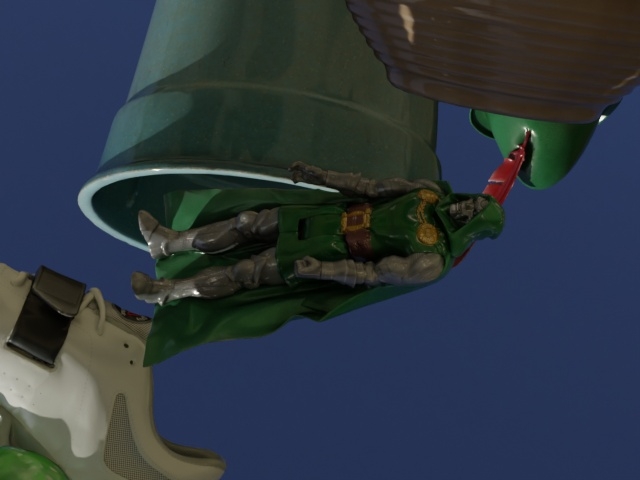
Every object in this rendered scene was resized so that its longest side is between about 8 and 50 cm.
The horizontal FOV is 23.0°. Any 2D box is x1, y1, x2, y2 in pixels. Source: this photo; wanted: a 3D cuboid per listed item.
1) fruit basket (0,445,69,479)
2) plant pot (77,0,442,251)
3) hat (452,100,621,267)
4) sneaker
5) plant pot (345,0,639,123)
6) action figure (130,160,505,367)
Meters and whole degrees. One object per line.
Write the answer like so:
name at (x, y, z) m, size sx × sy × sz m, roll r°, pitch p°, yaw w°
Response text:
fruit basket at (-0.159, 0.173, 0.806) m, size 0.327 × 0.353 × 0.165 m, roll 40°, pitch -123°, yaw -9°
plant pot at (-0.026, -0.162, 1.474) m, size 0.341 × 0.341 × 0.334 m, roll 10°, pitch -105°, yaw -1°
hat at (0.259, -0.076, 1.791) m, size 0.173 × 0.208 × 0.183 m, roll 12°, pitch -121°, yaw -29°
sneaker at (-0.191, 0.070, 1.095) m, size 0.146 × 0.330 × 0.122 m, roll -37°, pitch -167°, yaw -7°
plant pot at (0.103, -0.129, 0.862) m, size 0.237 × 0.109 × 0.237 m, roll 10°, pitch -168°, yaw -2°
action figure at (0.000, 0.000, 0.977) m, size 0.232 × 0.063 × 0.137 m, roll -9°, pitch -124°, yaw 13°
